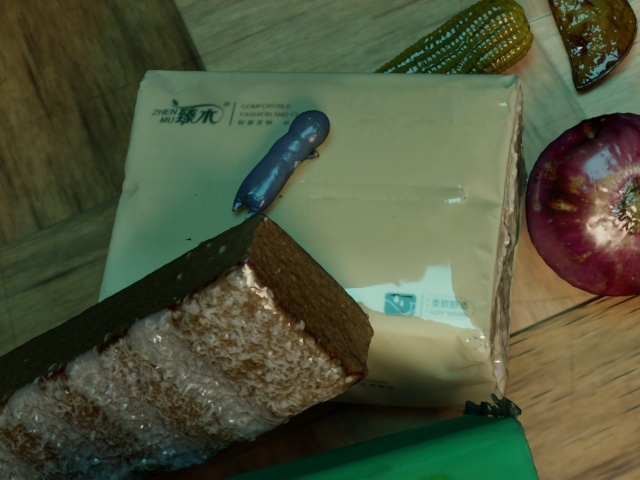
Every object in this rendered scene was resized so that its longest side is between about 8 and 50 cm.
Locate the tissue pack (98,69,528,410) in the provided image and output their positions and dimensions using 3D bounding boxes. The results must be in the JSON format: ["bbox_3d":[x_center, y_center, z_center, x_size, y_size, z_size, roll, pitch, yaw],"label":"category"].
[{"bbox_3d":[0.000,0.000,1.733,0.380,0.207,0.297,1,60,12],"label":"tissue pack"}]

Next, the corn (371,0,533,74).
[{"bbox_3d":[0.116,-0.173,1.893,0.231,0.080,0.080,-33,59,-7],"label":"corn"}]

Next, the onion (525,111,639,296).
[{"bbox_3d":[0.281,-0.033,1.735,0.177,0.153,0.177,7,67,-17],"label":"onion"}]

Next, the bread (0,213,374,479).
[{"bbox_3d":[-0.152,0.127,1.595,0.416,0.165,0.113,-29,32,34],"label":"bread"}]

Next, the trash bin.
[{"bbox_3d":[-0.002,0.288,1.519,0.381,0.295,0.259,-16,89,-12],"label":"trash bin"}]

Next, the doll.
[{"bbox_3d":[-0.035,-0.069,1.644,0.037,0.027,0.125,30,71,27],"label":"doll"}]

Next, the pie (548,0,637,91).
[{"bbox_3d":[0.282,-0.245,1.930,0.088,0.033,0.191,-15,58,-3],"label":"pie"}]
